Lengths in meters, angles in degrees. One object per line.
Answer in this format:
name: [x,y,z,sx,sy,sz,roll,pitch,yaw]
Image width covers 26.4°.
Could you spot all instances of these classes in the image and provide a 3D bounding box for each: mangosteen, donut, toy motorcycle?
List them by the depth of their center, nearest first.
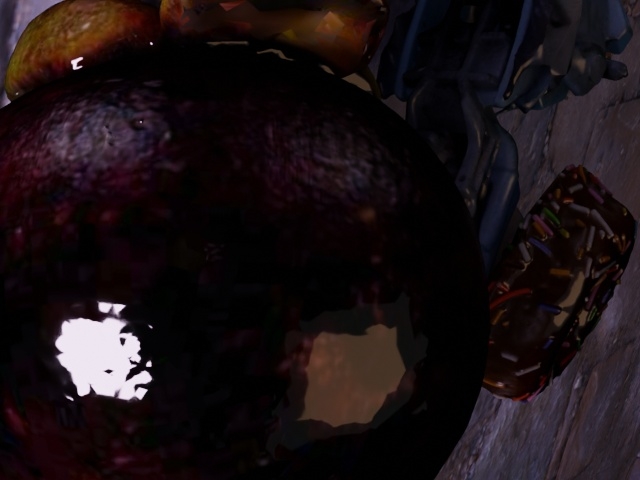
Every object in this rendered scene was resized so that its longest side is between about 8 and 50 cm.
mangosteen: [-0.066,0.009,0.874,0.382,0.382,0.435,57,45,-59]
donut: [0.209,0.048,1.249,0.235,0.089,0.235,-48,160,-25]
toy motorcycle: [0.178,-0.143,1.256,0.232,0.172,0.416,37,66,-46]

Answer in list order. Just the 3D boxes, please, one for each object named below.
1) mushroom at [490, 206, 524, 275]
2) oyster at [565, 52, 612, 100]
mushroom: [0.099,-0.004,1.368,0.204,0.204,0.204,-41,145,-38]
oyster: [0.299,-0.227,1.649,0.177,0.056,0.105,-51,138,-28]
